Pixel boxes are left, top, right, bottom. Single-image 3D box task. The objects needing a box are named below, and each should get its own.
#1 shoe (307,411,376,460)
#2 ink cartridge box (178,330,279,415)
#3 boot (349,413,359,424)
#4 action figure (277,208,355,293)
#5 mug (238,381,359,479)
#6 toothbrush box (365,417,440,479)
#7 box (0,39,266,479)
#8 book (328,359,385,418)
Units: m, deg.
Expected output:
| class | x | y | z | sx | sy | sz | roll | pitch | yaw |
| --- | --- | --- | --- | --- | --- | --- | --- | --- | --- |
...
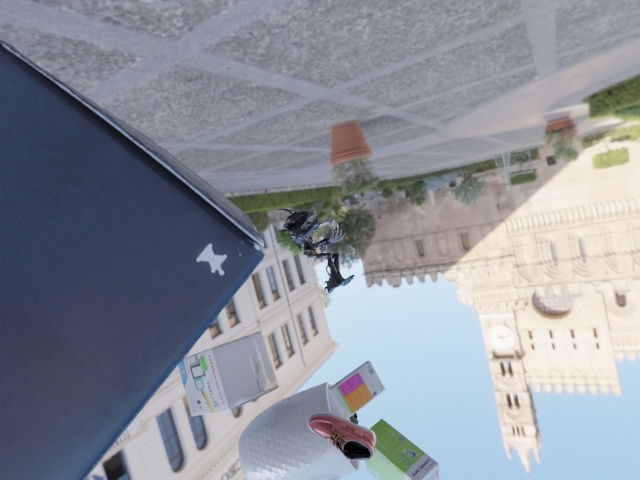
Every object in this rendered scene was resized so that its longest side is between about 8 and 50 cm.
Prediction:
| class | x | y | z | sx | sy | sz | roll | pitch | yaw |
| --- | --- | --- | --- | --- | --- | --- | --- | --- | --- |
| shoe | 0.048 | 0.478 | 1.035 | 0.178 | 0.063 | 0.081 | 15 | -177 | 10 |
| ink cartridge box | -0.313 | 0.446 | 1.416 | 0.197 | 0.198 | 0.270 | -9 | 165 | -45 |
| boot | 0.101 | 0.680 | 1.614 | 0.087 | 0.042 | 0.118 | -51 | -144 | 7 |
| action figure | 0.000 | 0.000 | 1.153 | 0.141 | 0.275 | 0.164 | -35 | 168 | 8 |
| mug | -0.064 | 0.681 | 1.327 | 0.328 | 0.373 | 0.276 | -23 | 150 | 5 |
| toothbrush box | 0.298 | 0.848 | 1.586 | 0.122 | 0.206 | 0.283 | -25 | -152 | -29 |
| box | -0.336 | 0.085 | 0.575 | 0.479 | 0.297 | 0.472 | -51 | -168 | -3 |
| book | 0.105 | 0.425 | 1.212 | 0.144 | 0.096 | 0.035 | -28 | -178 | -20 |
